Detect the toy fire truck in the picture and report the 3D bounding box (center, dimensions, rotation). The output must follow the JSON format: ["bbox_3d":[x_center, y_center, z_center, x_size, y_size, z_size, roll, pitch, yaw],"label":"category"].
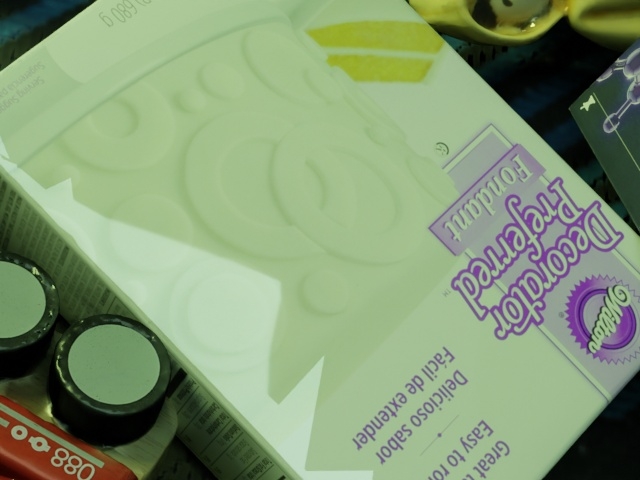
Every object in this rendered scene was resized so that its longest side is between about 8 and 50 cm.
[{"bbox_3d":[-0.215,0.129,0.754,0.217,0.158,0.246,30,51,3],"label":"toy fire truck"}]

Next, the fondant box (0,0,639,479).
[{"bbox_3d":[0.000,0.000,0.863,0.330,0.096,0.238,46,63,3],"label":"fondant box"}]

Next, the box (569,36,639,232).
[{"bbox_3d":[0.261,-0.036,0.842,0.103,0.184,0.261,25,28,-33],"label":"box"}]

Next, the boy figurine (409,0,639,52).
[{"bbox_3d":[0.187,-0.186,0.940,0.285,0.092,0.177,-15,108,-6],"label":"boy figurine"}]
